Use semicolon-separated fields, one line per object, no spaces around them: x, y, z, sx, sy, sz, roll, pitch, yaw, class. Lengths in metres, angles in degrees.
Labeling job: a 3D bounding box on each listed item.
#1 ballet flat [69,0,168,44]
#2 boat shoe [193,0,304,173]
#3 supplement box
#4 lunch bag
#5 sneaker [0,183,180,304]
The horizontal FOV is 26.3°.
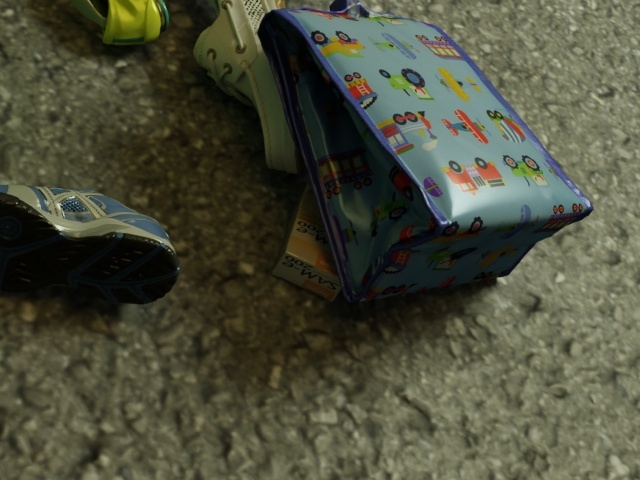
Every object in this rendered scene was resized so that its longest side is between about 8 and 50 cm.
-0.230;-0.278;1.330;0.077;0.077;0.231;-23;67;-23;ballet flat
-0.074;-0.181;1.325;0.096;0.098;0.277;-10;62;-4;boat shoe
0.000;0.000;1.238;0.062;0.036;0.098;24;44;-8;supplement box
0.078;-0.110;1.257;0.221;0.138;0.293;-6;64;-45;lunch bag
-0.219;-0.005;1.100;0.211;0.080;0.081;17;24;-18;sneaker
